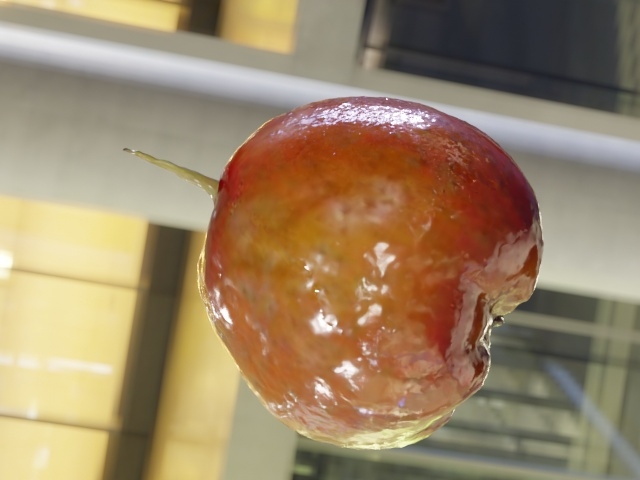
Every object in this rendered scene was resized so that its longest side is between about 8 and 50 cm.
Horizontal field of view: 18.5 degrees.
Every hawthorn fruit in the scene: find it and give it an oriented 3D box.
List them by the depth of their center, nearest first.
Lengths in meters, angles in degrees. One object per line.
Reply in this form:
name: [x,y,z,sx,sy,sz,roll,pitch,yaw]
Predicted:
hawthorn fruit: [0.016,0.004,0.682,0.140,0.125,0.125,43,-50,33]
